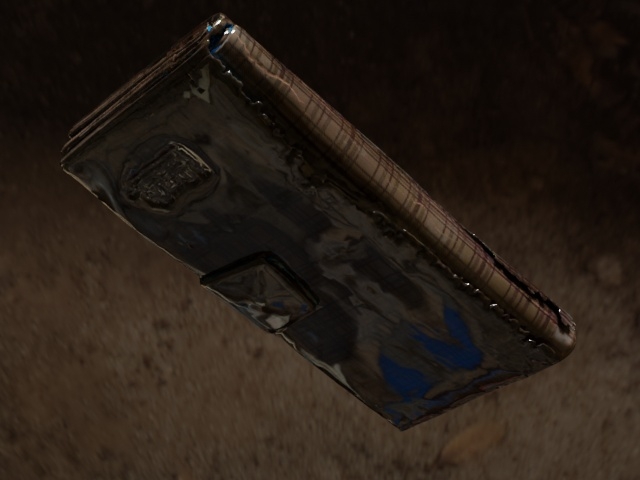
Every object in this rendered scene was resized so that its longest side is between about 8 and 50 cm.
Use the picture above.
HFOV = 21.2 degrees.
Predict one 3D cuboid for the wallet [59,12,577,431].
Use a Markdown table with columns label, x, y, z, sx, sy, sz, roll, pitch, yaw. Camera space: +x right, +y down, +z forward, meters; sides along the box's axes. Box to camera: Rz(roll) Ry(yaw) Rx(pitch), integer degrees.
| label | x | y | z | sx | sy | sz | roll | pitch | yaw |
| --- | --- | --- | --- | --- | --- | --- | --- | --- | --- |
| wallet | 0.000 | 0.000 | 0.788 | 0.230 | 0.124 | 0.042 | 38 | 46 | -23 |
